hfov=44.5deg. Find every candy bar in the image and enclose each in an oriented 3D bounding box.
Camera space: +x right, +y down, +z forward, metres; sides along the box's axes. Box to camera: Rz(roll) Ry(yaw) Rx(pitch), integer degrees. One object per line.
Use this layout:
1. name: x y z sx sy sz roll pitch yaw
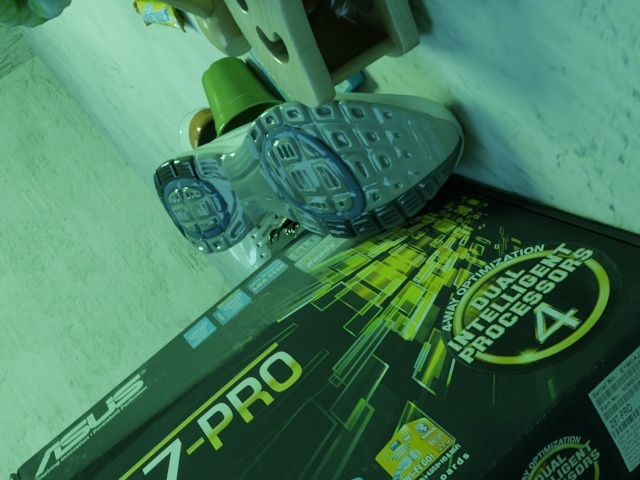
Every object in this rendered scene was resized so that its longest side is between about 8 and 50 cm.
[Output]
1. candy bar: -0.200 -0.282 0.972 0.161 0.018 0.040 31 156 57

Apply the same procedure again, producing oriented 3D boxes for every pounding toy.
1. pounding toy: -0.041 -0.150 0.438 0.154 0.154 0.269 54 169 9

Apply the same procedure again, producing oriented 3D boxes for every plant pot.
1. plant pot: -0.087 -0.148 0.822 0.079 0.083 0.083 60 171 20

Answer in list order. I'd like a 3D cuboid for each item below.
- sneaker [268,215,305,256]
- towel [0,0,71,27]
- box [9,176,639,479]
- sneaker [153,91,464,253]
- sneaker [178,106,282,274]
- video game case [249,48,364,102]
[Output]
1. sneaker: 0.000 0.000 0.852 0.135 0.097 0.276 46 168 17
2. towel: -0.206 -0.297 0.324 0.374 0.090 0.321 166 92 -84
3. box: 0.002 0.122 0.499 0.097 0.395 0.318 56 168 -25
4. sneaker: -0.010 -0.071 0.617 0.297 0.129 0.111 -4 119 45
5. sneaker: -0.096 -0.045 1.053 0.290 0.106 0.123 57 169 -16
6. video game case: -0.021 -0.158 0.676 0.119 0.015 0.166 52 168 -2
